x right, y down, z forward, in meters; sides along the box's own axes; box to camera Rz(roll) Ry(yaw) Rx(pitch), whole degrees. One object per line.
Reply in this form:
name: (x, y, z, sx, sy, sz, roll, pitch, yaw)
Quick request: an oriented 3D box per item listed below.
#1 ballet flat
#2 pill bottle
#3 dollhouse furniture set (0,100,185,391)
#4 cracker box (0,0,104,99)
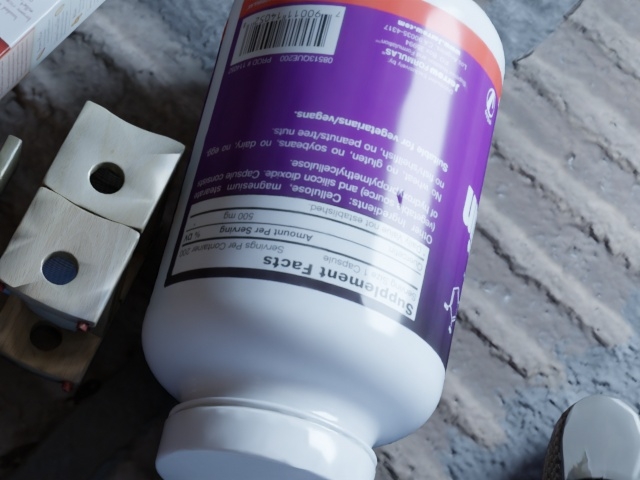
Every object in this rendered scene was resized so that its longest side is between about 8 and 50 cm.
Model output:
ballet flat: (0.154, 0.216, 1.075, 0.084, 0.058, 0.250, 12, 70, -3)
pill bottle: (0.000, 0.000, 1.062, 0.181, 0.181, 0.323, 15, 66, -5)
dollhouse furniture set: (-0.198, -0.018, 1.057, 0.183, 0.129, 0.129, 25, 65, -1)
cracker box: (-0.214, -0.207, 1.169, 0.156, 0.067, 0.232, 38, 66, 7)
